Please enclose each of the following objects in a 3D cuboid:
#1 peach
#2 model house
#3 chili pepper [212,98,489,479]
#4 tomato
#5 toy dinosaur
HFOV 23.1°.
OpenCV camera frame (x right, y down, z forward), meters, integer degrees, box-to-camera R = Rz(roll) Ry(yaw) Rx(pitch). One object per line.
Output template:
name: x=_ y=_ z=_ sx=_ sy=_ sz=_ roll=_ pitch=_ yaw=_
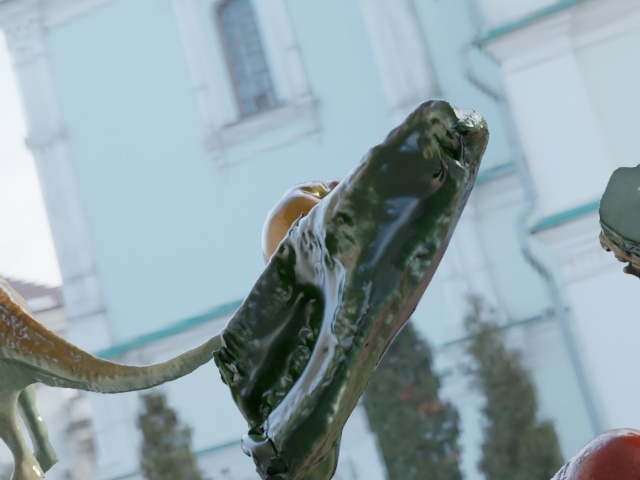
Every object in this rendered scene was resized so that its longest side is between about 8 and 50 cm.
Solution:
peach: x=0.000 y=0.000 z=1.695 sx=0.138 sy=0.138 sz=0.138 roll=-15 pitch=-14 yaw=-4
model house: x=0.334 y=0.013 z=1.418 sx=0.148 sy=0.119 sz=0.148 roll=3 pitch=-41 yaw=24
chili pepper: x=0.013 y=0.032 z=0.722 sx=0.062 sy=0.108 sz=0.216 roll=19 pitch=-70 yaw=-26
tomato: x=0.259 y=0.259 z=1.308 sx=0.166 sy=0.174 sz=0.082 roll=-48 pitch=-11 yaw=10
toy dinosaur: x=-0.224 y=0.092 z=1.116 sx=0.393 sy=0.205 sz=0.092 roll=-8 pitch=16 yaw=47
